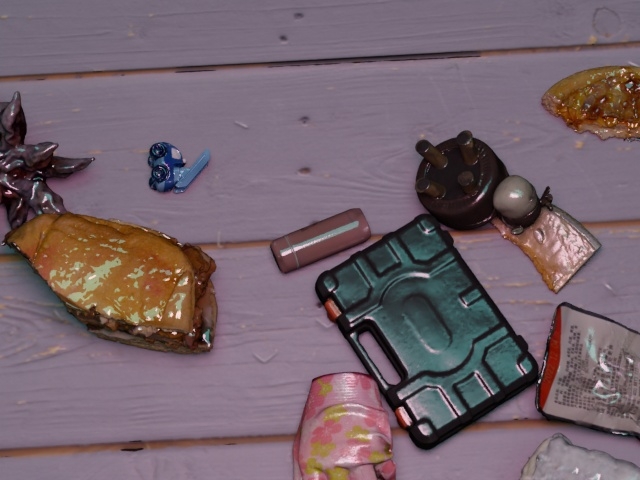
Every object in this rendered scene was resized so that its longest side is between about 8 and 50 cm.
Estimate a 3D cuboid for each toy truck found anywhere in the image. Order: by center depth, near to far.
[{"bbox_3d":[-0.205,-0.108,1.810,0.090,0.056,0.073,-3,75,-14],"label":"toy truck"}]

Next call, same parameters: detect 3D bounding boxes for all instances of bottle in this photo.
[{"bbox_3d":[0.000,0.000,1.767,0.140,0.053,0.053,-22,72,-7],"label":"bottle"}]

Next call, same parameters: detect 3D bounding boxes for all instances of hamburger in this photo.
[{"bbox_3d":[-0.271,0.054,1.699,0.245,0.155,0.282,-28,71,-11],"label":"hamburger"}]

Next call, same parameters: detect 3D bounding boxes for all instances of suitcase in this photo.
[{"bbox_3d":[0.145,0.122,1.717,0.206,0.066,0.285,-30,73,-9],"label":"suitcase"}]

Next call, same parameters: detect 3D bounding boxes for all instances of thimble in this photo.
[{"bbox_3d":[0.353,0.361,1.559,0.250,0.205,0.172,29,79,-7],"label":"thimble"}]

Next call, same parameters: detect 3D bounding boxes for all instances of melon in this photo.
[{"bbox_3d":[0.310,-0.020,1.782,0.098,0.054,0.182,-43,75,3],"label":"melon"}]

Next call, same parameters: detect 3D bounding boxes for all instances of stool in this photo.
[{"bbox_3d":[0.218,-0.077,1.741,0.217,0.121,0.125,24,79,30],"label":"stool"}]

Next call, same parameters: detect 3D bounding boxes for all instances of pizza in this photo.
[{"bbox_3d":[0.454,-0.206,1.831,0.246,0.058,0.127,15,72,8],"label":"pizza"}]

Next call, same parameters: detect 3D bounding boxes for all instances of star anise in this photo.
[{"bbox_3d":[-0.467,-0.112,1.783,0.283,0.129,0.212,42,93,17],"label":"star anise"}]

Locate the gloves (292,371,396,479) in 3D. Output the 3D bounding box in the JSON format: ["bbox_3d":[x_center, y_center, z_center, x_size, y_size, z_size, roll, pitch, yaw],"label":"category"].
[{"bbox_3d":[0.027,0.303,1.630,0.145,0.126,0.241,0,64,-2],"label":"gloves"}]

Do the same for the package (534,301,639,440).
[{"bbox_3d":[0.407,0.191,1.692,0.232,0.040,0.166,17,71,-8],"label":"package"}]
